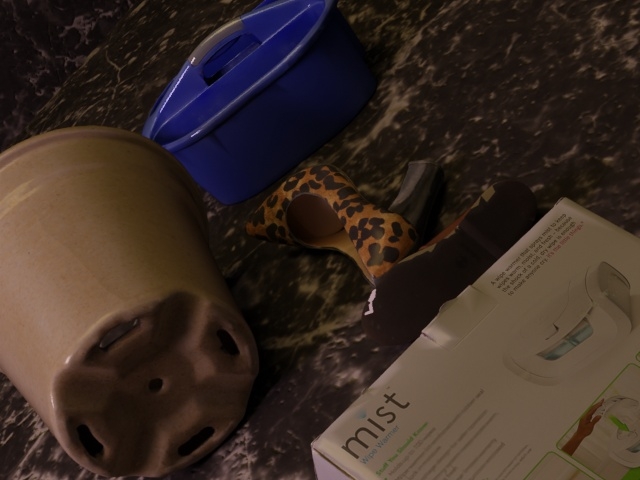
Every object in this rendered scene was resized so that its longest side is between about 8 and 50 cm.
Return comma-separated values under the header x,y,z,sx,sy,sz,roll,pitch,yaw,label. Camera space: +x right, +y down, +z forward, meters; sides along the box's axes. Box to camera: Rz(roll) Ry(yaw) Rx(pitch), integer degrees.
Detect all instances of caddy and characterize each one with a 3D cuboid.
x,y,z,sx,sy,sz,roll,pitch,yaw,label
-0.090,-0.214,1.771,0.341,0.179,0.241,-37,27,14,caddy

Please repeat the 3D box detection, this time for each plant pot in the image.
x,y,z,sx,sy,sz,roll,pitch,yaw,label
-0.222,0.086,1.431,0.334,0.334,0.305,-44,39,-1,plant pot

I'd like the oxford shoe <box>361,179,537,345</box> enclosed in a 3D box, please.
x,y,z,sx,sy,sz,roll,pitch,yaw,label
0.129,0.025,1.282,0.212,0.076,0.076,-42,-3,10,oxford shoe

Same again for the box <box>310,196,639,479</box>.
x,y,z,sx,sy,sz,roll,pitch,yaw,label
0.165,0.133,0.830,0.231,0.127,0.262,32,61,30,box

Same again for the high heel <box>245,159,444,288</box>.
x,y,z,sx,sy,sz,roll,pitch,yaw,label
0.000,0.000,1.434,0.261,0.093,0.186,-13,33,31,high heel
